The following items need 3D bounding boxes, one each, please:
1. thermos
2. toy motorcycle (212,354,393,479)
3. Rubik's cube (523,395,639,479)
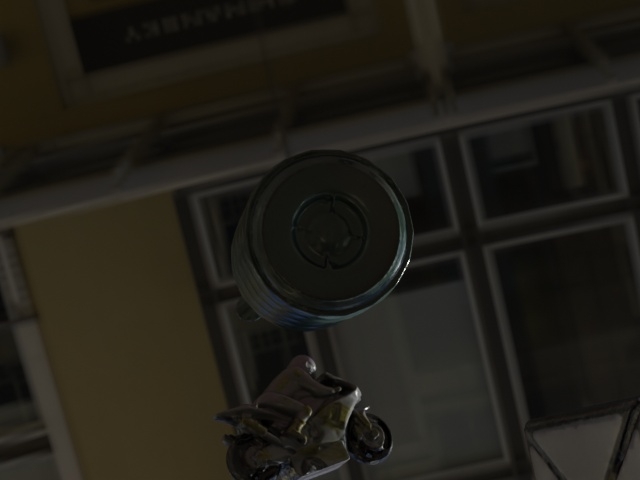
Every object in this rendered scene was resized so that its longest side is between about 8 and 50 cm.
[{"bbox_3d":[0.000,0.000,1.452,0.182,0.145,0.286,-42,180,-10],"label":"thermos"},{"bbox_3d":[-0.023,0.209,1.884,0.225,0.152,0.073,-7,157,-31],"label":"toy motorcycle"},{"bbox_3d":[0.405,0.289,1.741,0.259,0.254,0.260,-9,172,-21],"label":"Rubik's cube"}]
